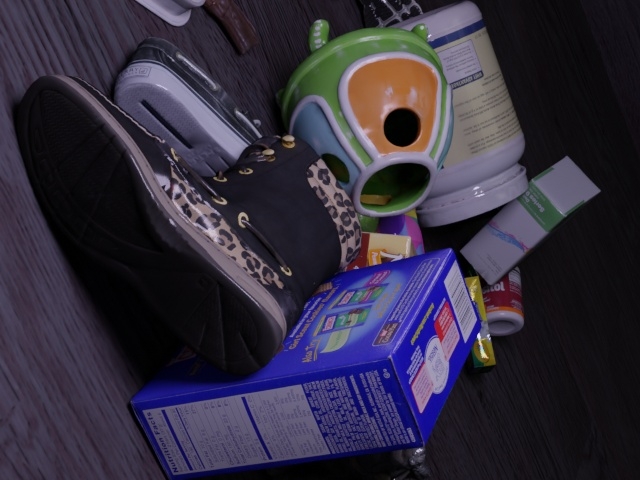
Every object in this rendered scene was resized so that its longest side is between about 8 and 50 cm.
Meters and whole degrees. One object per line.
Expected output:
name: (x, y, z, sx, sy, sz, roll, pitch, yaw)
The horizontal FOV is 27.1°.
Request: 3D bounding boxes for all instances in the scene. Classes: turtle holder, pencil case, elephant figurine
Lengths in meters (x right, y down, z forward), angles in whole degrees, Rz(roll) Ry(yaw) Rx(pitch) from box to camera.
turtle holder: (0.056, -0.142, 1.881, 0.243, 0.320, 0.227, 12, 48, -38)
pencil case: (0.117, 0.018, 2.047, 0.104, 0.104, 0.236, 19, 61, -59)
elephant figurine: (0.061, 0.260, 1.647, 0.169, 0.239, 0.186, 53, 33, -35)

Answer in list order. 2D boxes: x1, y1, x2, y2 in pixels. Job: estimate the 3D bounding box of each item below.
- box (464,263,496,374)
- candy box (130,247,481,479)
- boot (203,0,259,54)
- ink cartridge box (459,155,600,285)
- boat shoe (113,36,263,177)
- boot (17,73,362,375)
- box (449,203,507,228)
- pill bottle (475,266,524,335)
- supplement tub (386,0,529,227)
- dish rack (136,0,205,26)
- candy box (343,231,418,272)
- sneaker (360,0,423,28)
box: (0.262, 0.136, 2.285, 0.105, 0.043, 0.179, 84, -2, -76)
candy box: (-0.009, 0.139, 1.495, 0.268, 0.317, 0.122, -51, 125, -59)
boot: (-0.120, -0.330, 1.862, 0.114, 0.037, 0.106, 47, 50, -37)
ink cartridge box: (0.366, -0.033, 2.330, 0.093, 0.212, 0.154, 48, 39, 10)
boat shoe: (-0.117, -0.122, 1.653, 0.335, 0.121, 0.119, 51, 39, -35)
boot: (-0.129, -0.053, 1.462, 0.377, 0.138, 0.284, 45, 33, 5)
box: (0.276, -0.169, 2.469, 0.184, 0.103, 0.261, -20, 93, -61)
pill bottle: (0.324, 0.091, 2.427, 0.086, 0.086, 0.152, 41, 40, -47)
supplement tub: (0.198, -0.207, 2.186, 0.235, 0.235, 0.324, -38, 110, -62)
dish rack: (-0.229, -0.468, 1.696, 0.285, 0.072, 0.332, 30, 51, -55)
candy box: (0.089, 0.117, 1.802, 0.316, 0.088, 0.182, 59, 38, -72)
sneaker: (0.117, -0.432, 2.312, 0.118, 0.107, 0.279, -74, 142, -61)
